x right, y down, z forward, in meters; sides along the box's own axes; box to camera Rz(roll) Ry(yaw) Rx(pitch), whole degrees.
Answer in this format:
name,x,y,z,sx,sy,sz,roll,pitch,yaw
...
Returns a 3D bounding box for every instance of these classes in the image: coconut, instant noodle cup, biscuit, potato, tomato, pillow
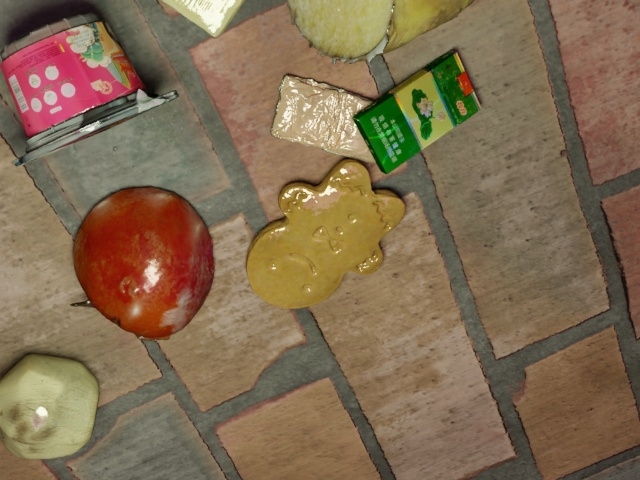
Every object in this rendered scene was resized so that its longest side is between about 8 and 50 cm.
name,x,y,z,sx,sy,sz,roll,pitch,yaw
coconut,-0.564,0.335,1.520,0.224,0.224,0.224,-4,116,-9
instant noodle cup,-0.410,-0.262,1.250,0.302,0.258,0.182,-25,103,-5
biscuit,0.001,0.001,1.531,0.355,0.052,0.275,-41,118,13
potato,0.128,-0.441,1.264,0.237,0.288,0.301,-16,128,-40
tomato,-0.332,0.064,1.445,0.309,0.170,0.309,-4,118,-9
pillow,0.024,-0.230,1.445,0.232,0.043,0.126,15,107,-14

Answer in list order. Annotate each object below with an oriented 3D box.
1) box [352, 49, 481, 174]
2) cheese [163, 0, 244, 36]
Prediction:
name,x,y,z,sx,sy,sz,roll,pitch,yaw
box,0.187,-0.245,1.444,0.235,0.034,0.132,-34,116,-7
cheese,-0.192,-0.510,1.222,0.242,0.124,0.265,31,106,-22
